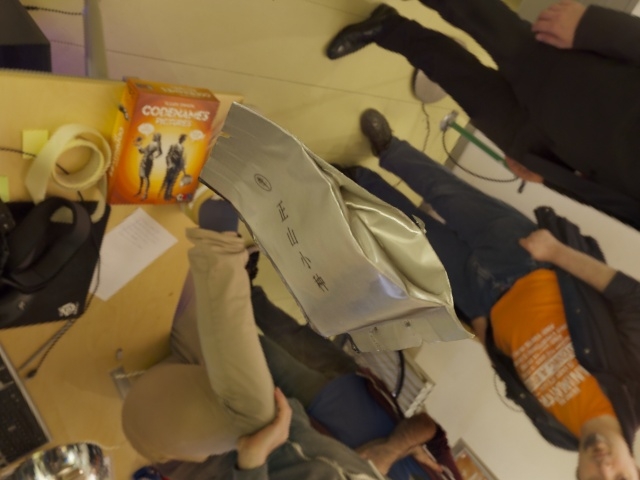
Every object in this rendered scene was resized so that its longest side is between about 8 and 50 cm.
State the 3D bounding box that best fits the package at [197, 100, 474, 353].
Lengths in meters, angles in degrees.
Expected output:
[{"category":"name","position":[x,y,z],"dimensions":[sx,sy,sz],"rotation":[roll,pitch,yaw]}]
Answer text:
[{"category":"package","position":[0.000,0.000,0.526],"dimensions":[0.062,0.251,0.204],"rotation":[-45,-174,-25]}]
